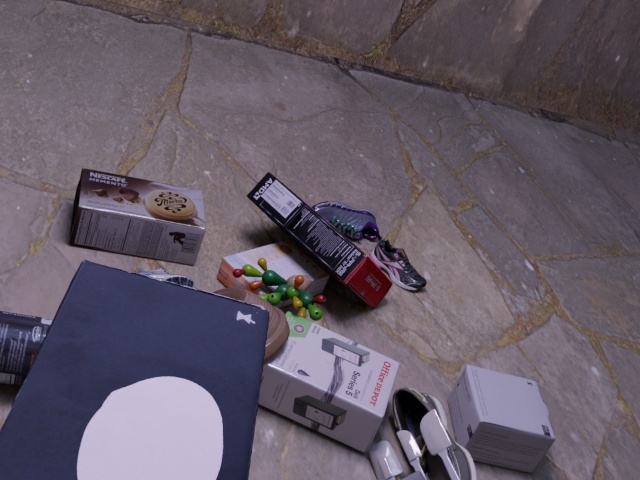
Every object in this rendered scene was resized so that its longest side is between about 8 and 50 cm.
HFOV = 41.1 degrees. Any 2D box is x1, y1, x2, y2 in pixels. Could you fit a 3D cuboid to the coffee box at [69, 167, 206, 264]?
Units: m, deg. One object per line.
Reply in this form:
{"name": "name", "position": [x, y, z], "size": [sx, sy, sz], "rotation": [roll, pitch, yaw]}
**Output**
{"name": "coffee box", "position": [-0.435, -0.057, 2.036], "size": [0.297, 0.119, 0.168], "rotation": [11, 34, -18]}

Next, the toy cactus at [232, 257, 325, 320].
{"name": "toy cactus", "position": [-0.074, 0.101, 1.922], "size": [0.219, 0.112, 0.180], "rotation": [20, 17, 20]}

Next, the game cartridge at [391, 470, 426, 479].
{"name": "game cartridge", "position": [0.081, 0.547, 1.407], "size": [0.355, 0.068, 0.230], "rotation": [-17, 58, -33]}

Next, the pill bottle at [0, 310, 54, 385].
{"name": "pill bottle", "position": [-0.573, 0.195, 1.557], "size": [0.246, 0.130, 0.130], "rotation": [12, 33, -17]}

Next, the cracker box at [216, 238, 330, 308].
{"name": "cracker box", "position": [-0.112, 0.086, 2.068], "size": [0.232, 0.067, 0.156], "rotation": [-15, 47, -46]}

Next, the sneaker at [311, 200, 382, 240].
{"name": "sneaker", "position": [0.070, -0.048, 2.372], "size": [0.224, 0.083, 0.098], "rotation": [4, 41, -28]}

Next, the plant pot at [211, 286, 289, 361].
{"name": "plant pot", "position": [-0.190, 0.171, 1.743], "size": [0.237, 0.109, 0.237], "rotation": [-15, 23, 7]}

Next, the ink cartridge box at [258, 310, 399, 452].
{"name": "ink cartridge box", "position": [0.010, 0.292, 1.783], "size": [0.273, 0.114, 0.198], "rotation": [24, 31, 3]}

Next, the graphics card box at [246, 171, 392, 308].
{"name": "graphics card box", "position": [0.000, 0.000, 2.138], "size": [0.371, 0.094, 0.233], "rotation": [40, -2, 29]}

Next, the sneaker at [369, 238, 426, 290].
{"name": "sneaker", "position": [0.211, 0.063, 2.291], "size": [0.178, 0.077, 0.072], "rotation": [35, 35, 19]}

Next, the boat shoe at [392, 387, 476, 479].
{"name": "boat shoe", "position": [0.221, 0.413, 1.718], "size": [0.091, 0.109, 0.305], "rotation": [32, 19, -28]}

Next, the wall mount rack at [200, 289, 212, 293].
{"name": "wall mount rack", "position": [-0.319, 0.232, 1.521], "size": [0.304, 0.350, 0.130], "rotation": [21, -1, -26]}

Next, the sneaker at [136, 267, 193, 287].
{"name": "sneaker", "position": [-0.355, 0.086, 1.936], "size": [0.135, 0.052, 0.058], "rotation": [6, 31, -25]}

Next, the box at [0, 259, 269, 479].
{"name": "box", "position": [-0.279, 0.371, 1.146], "size": [0.297, 0.471, 0.480], "rotation": [17, 31, -9]}

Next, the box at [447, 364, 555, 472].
{"name": "box", "position": [0.391, 0.388, 1.867], "size": [0.182, 0.119, 0.181], "rotation": [15, 32, -11]}

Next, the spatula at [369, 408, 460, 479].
{"name": "spatula", "position": [0.195, 0.462, 1.625], "size": [0.019, 0.168, 0.242], "rotation": [46, 16, -50]}
